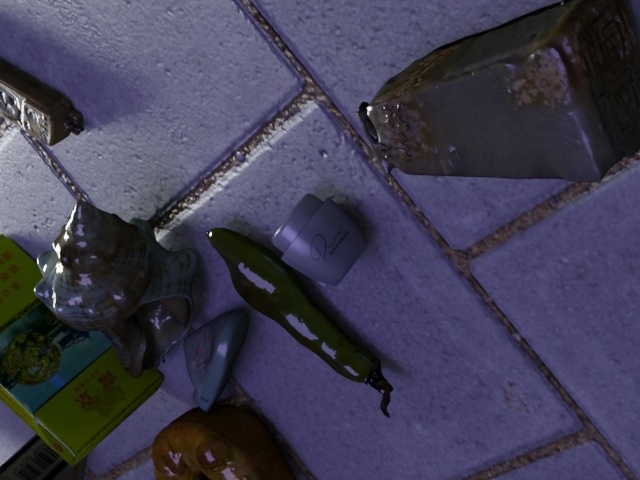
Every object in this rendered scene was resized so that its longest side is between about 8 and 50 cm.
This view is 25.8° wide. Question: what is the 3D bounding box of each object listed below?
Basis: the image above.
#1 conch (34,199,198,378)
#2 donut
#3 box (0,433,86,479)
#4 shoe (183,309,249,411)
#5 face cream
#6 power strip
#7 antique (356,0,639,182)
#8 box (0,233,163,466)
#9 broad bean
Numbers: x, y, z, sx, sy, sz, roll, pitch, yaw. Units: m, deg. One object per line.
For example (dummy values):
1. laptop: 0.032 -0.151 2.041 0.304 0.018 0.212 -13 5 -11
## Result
1. conch: -0.259 0.052 1.841 0.203 0.170 0.386 -5 158 7
2. donut: -0.137 0.336 1.976 0.226 0.114 0.227 23 134 26
3. box: -0.508 0.454 2.242 0.084 0.310 0.198 32 136 15
4. shoe: -0.153 0.156 1.874 0.078 0.079 0.195 25 141 6
5. face cream: 0.000 0.000 1.615 0.095 0.091 0.091 38 139 0
6. power strip: -0.437 -0.209 1.873 0.305 0.044 0.064 30 135 20
7. antique: 0.164 -0.135 1.338 0.284 0.125 0.150 -6 116 44
8. box: -0.411 0.153 2.019 0.335 0.187 0.047 41 142 9
9. broad bean: -0.021 0.092 1.731 0.325 0.067 0.075 40 169 7
